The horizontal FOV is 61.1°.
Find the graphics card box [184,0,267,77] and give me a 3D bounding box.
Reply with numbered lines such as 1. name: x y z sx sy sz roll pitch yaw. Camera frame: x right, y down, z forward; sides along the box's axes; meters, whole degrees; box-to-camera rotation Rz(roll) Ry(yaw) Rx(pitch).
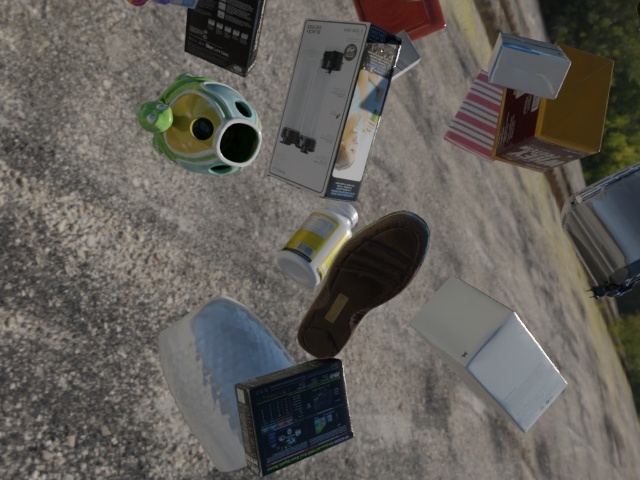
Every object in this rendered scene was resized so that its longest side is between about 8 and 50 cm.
1. graphics card box: -0.293 -0.720 1.694 0.370 0.233 0.094 112 2 -48

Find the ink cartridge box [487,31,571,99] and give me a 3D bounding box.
1. ink cartridge box: 0.332 -0.291 0.881 0.180 0.104 0.060 -62 167 -58

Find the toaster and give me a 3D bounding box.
1. toaster: 0.460 -0.019 0.793 0.146 0.227 0.129 66 7 27

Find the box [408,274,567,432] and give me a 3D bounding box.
1. box: 0.412 0.279 1.330 0.168 0.215 0.345 -47 123 -4

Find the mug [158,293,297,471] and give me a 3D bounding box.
1. mug: -0.214 0.303 1.292 0.328 0.276 0.374 57 -5 -3

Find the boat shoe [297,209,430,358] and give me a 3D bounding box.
1. boat shoe: 0.053 0.047 0.727 0.095 0.257 0.095 38 32 -2

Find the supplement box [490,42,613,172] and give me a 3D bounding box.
1. supplement box: 0.473 -0.265 1.127 0.194 0.129 0.191 155 -52 -79

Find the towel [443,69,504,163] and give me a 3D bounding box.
1. towel: 0.413 -0.306 1.342 0.197 0.144 0.029 -62 175 7

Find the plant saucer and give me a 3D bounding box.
1. plant saucer: 0.203 -0.694 1.567 0.048 0.259 0.259 -38 112 -47

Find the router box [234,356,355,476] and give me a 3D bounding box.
1. router box: -0.026 0.187 0.590 0.123 0.038 0.092 -9 91 -33

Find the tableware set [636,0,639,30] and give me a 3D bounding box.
1. tableware set: 0.722 -0.466 1.142 0.024 0.104 0.154 -133 -161 -74

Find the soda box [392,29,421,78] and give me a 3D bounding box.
1. soda box: 0.140 -0.473 1.552 0.098 0.286 0.091 57 9 -5

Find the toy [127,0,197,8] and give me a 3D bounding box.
1. toy: -0.320 -0.448 0.939 0.238 0.137 0.056 4 76 -26

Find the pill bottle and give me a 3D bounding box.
1. pill bottle: 0.000 0.000 1.125 0.184 0.103 0.103 -52 127 -28

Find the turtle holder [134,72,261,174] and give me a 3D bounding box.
1. turtle holder: -0.284 -0.290 1.334 0.243 0.227 0.320 -52 142 -10

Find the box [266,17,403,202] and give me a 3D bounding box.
1. box: 0.018 -0.227 0.952 0.087 0.169 0.289 4 105 -45
